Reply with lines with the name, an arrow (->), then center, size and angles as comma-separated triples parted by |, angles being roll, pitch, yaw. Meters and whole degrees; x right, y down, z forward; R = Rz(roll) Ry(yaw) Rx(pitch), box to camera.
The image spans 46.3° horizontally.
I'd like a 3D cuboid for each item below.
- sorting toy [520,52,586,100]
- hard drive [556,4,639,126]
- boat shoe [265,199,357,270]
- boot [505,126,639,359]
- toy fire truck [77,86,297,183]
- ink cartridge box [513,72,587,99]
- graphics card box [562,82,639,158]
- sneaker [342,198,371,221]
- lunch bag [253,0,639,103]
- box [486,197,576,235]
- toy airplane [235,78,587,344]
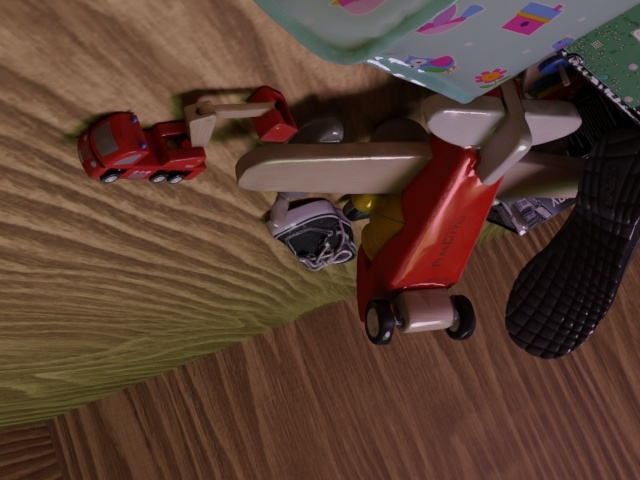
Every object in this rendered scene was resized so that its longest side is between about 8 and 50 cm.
sorting toy -> 0.316, -0.208, 0.907 | 0.132, 0.046, 0.274 | -20, 172, 9
hard drive -> 0.378, -0.194, 0.701 | 0.339, 0.064, 0.237 | 30, 150, -23
boat shoe -> -0.004, 0.002, 1.367 | 0.113, 0.104, 0.306 | -24, 169, 11
boot -> 0.383, -0.004, 0.975 | 0.223, 0.118, 0.338 | -18, 140, -48
toy fire truck -> -0.130, -0.107, 0.755 | 0.135, 0.047, 0.192 | -30, 166, 33
ink cartridge box -> 0.314, -0.240, 1.009 | 0.179, 0.045, 0.145 | -9, 166, -24
graphics card box -> 0.359, -0.161, 1.175 | 0.371, 0.094, 0.233 | -29, -176, 30
sneaker -> 0.160, -0.055, 1.354 | 0.228, 0.130, 0.087 | -17, 166, -13
lunch bag -> 0.082, -0.204, 0.426 | 0.223, 0.160, 0.262 | -27, 157, 39
box -> 0.412, -0.116, 1.369 | 0.243, 0.076, 0.307 | -31, -174, 4
toy airplane -> 0.136, -0.083, 0.940 | 0.385, 0.272, 0.386 | -33, 134, 10
